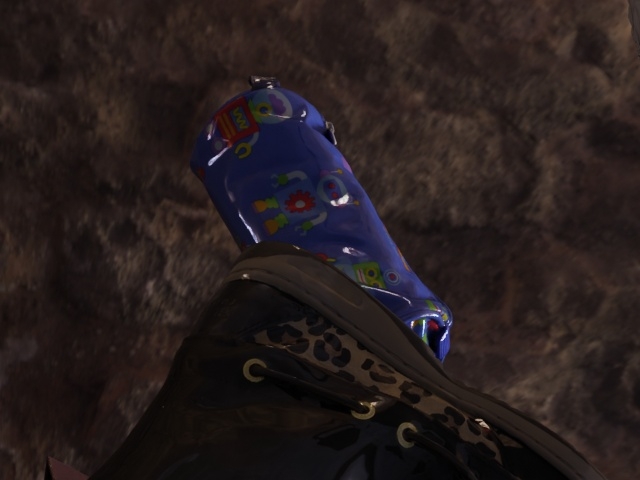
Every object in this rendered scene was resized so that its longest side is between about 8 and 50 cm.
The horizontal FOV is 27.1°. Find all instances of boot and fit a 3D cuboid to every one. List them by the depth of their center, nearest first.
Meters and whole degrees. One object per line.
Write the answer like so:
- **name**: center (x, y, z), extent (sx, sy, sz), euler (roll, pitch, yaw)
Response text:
- **boot**: center (0.022, 0.206, 0.827), extent (0.377, 0.138, 0.284), euler (42, -125, 1)

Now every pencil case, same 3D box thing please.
- **pencil case**: center (0.000, 0.000, 1.132), extent (0.133, 0.119, 0.306), euler (-26, -123, -9)

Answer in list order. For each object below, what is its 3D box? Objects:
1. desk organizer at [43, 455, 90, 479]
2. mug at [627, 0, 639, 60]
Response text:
- **desk organizer**: center (-0.196, 0.230, 1.027), extent (0.047, 0.130, 0.050), euler (-47, -55, 10)
- **mug**: center (0.285, -0.193, 0.744), extent (0.374, 0.276, 0.328), euler (59, -154, -6)
